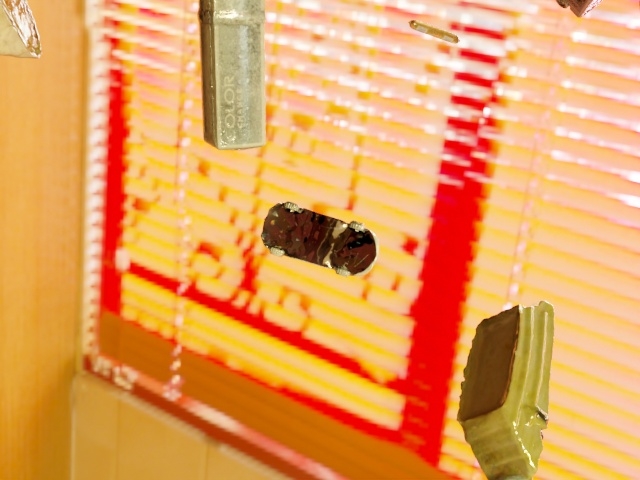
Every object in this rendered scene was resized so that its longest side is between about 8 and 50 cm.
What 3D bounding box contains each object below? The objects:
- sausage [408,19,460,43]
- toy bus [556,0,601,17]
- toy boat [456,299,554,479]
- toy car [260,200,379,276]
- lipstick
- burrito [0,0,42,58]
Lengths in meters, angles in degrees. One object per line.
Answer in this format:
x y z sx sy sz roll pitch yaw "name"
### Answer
0.167 -0.304 1.595 0.100 0.015 0.015 11 -164 -34 "sausage"
0.373 -0.437 1.672 0.178 0.087 0.098 48 176 5 "toy bus"
0.248 0.190 1.453 0.084 0.111 0.276 33 -130 -21 "toy boat"
0.000 0.000 1.847 0.205 0.095 0.056 17 177 5 "toy car"
-0.112 -0.257 1.376 0.077 0.290 0.076 -6 -165 -23 "lipstick"
-0.655 -0.409 1.975 0.299 0.143 0.105 4 -160 0 "burrito"
